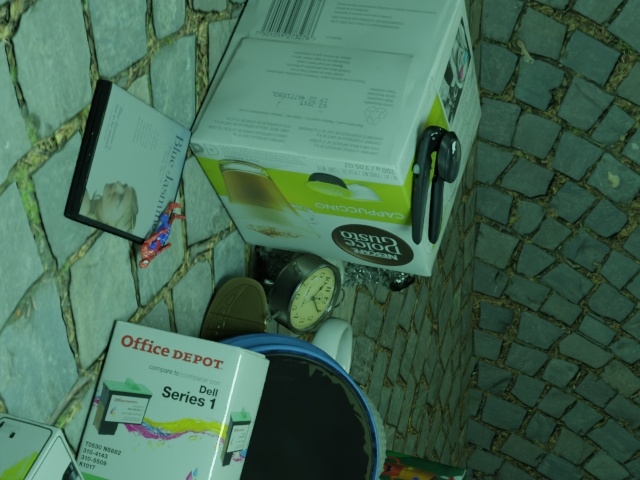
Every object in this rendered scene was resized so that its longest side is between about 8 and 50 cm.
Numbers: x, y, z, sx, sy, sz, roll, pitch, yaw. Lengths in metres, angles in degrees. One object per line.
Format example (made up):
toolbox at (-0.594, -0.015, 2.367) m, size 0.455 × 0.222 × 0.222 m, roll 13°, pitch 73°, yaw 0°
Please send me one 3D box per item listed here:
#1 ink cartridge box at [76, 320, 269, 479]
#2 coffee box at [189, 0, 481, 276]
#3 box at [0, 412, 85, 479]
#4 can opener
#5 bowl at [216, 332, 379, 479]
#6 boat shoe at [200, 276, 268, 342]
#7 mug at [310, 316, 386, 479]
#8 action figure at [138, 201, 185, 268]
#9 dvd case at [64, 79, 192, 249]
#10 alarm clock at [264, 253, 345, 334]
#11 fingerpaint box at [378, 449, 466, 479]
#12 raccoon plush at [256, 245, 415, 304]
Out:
ink cartridge box at (-0.209, 0.266, 1.573) m, size 0.117 × 0.201 × 0.278 m, roll 41°, pitch 62°, yaw -68°
coffee box at (0.042, -0.183, 1.832) m, size 0.334 × 0.337 × 0.338 m, roll 66°, pitch 39°, yaw -58°
box at (-0.354, 0.366, 1.395) m, size 0.290 × 0.087 × 0.169 m, roll 81°, pitch 27°, yaw -44°
can opener at (0.157, -0.077, 1.636) m, size 0.073 × 0.059 × 0.186 m, roll -95°, pitch -166°, yaw -61°
bowl at (-0.086, 0.339, 1.763) m, size 0.077 × 0.391 × 0.391 m, roll 4°, pitch -99°, yaw 66°
boat shoe at (-0.143, 0.210, 1.892) m, size 0.098 × 0.109 × 0.302 m, roll 69°, pitch 25°, yaw -89°
mug at (-0.005, 0.323, 2.077) m, size 0.328 × 0.276 × 0.374 m, roll 44°, pitch 57°, yaw -74°
action figure at (-0.223, -0.004, 1.594) m, size 0.038 × 0.030 × 0.115 m, roll 88°, pitch 26°, yaw -48°
dvd case at (-0.251, -0.093, 1.537) m, size 0.253 × 0.022 × 0.180 m, roll 29°, pitch 73°, yaw -70°
alarm clock at (-0.017, 0.089, 1.899) m, size 0.192 × 0.064 × 0.129 m, roll 15°, pitch 102°, yaw -54°
fingerpaint box at (0.086, 0.646, 2.352) m, size 0.163 × 0.371 × 0.445 m, roll -43°, pitch 139°, yaw -60°
raccoon plush at (0.000, 0.000, 2.170) m, size 0.446 × 0.299 × 0.216 m, roll -146°, pitch -133°, yaw -77°
